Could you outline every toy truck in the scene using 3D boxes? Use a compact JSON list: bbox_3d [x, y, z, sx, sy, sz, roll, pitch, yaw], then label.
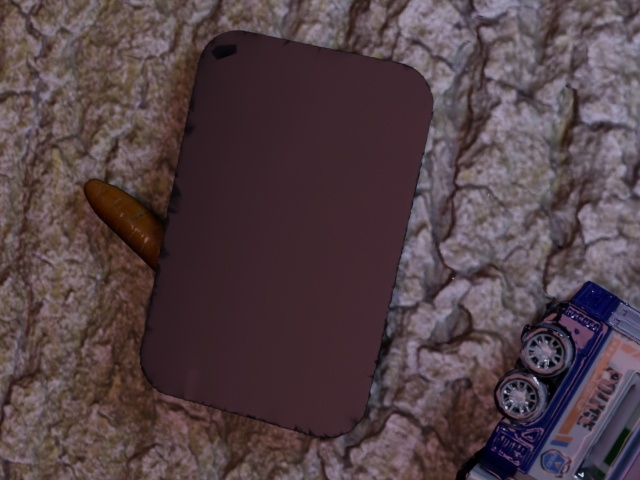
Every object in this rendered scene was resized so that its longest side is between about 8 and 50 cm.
[{"bbox_3d":[0.220,0.185,1.408,0.155,0.124,0.268,30,107,13],"label":"toy truck"}]

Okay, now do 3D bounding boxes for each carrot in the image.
[{"bbox_3d":[-0.195,-0.019,1.610,0.139,0.048,0.048,40,112,15],"label":"carrot"}]

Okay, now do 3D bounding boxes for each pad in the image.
[{"bbox_3d":[0.001,0.000,1.542,0.315,0.063,0.375,15,96,16],"label":"pad"}]
